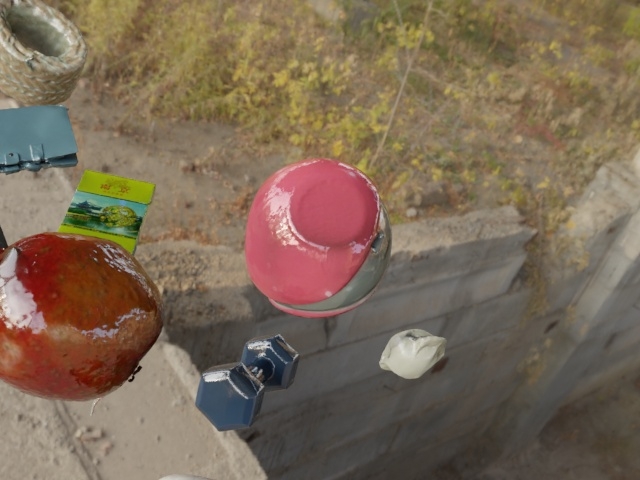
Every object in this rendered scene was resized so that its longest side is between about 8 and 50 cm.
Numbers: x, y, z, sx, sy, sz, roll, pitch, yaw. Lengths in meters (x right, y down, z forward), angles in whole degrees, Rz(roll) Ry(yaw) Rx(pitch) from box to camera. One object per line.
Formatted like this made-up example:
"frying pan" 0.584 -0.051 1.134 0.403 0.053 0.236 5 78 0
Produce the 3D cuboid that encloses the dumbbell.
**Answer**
"dumbbell" -0.167 0.333 1.611 0.160 0.144 0.325 48 19 5

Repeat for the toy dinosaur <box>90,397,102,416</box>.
"toy dinosaur" -0.520 0.330 1.704 0.053 0.167 0.242 42 54 -38

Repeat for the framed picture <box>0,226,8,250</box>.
"framed picture" -0.746 0.031 1.225 0.324 0.013 0.244 -14 71 -39

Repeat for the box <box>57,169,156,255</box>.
"box" -0.538 -0.040 1.663 0.187 0.047 0.335 11 44 -7

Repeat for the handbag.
"handbag" -0.551 -0.171 1.184 0.221 0.057 0.144 -10 50 -25

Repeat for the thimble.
"thimble" -0.637 -0.423 1.485 0.196 0.148 0.229 -27 80 -46

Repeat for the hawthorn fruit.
"hawthorn fruit" -0.441 0.105 1.081 0.369 0.284 0.284 33 13 -47

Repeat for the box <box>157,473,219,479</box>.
"box" -0.184 0.598 1.280 0.349 0.288 0.141 13 19 -5

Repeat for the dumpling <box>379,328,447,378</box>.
"dumpling" 0.247 0.300 1.737 0.150 0.176 0.092 32 12 -26

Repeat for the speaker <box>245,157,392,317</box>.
"speaker" 0.000 0.000 1.224 0.295 0.294 0.294 13 31 -8
